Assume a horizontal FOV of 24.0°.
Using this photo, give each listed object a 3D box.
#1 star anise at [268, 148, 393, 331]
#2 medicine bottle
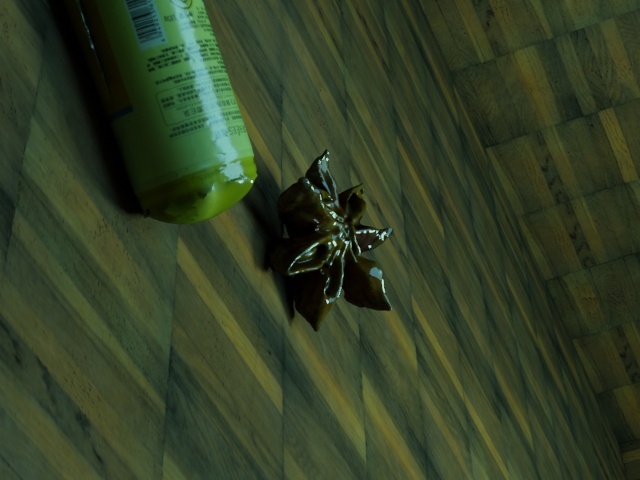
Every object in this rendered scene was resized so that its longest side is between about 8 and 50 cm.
[{"bbox_3d":[0.005,0.004,1.734,0.212,0.111,0.196,-4,71,-67],"label":"star anise"},{"bbox_3d":[-0.139,-0.132,1.349,0.124,0.124,0.239,-29,101,-75],"label":"medicine bottle"}]
